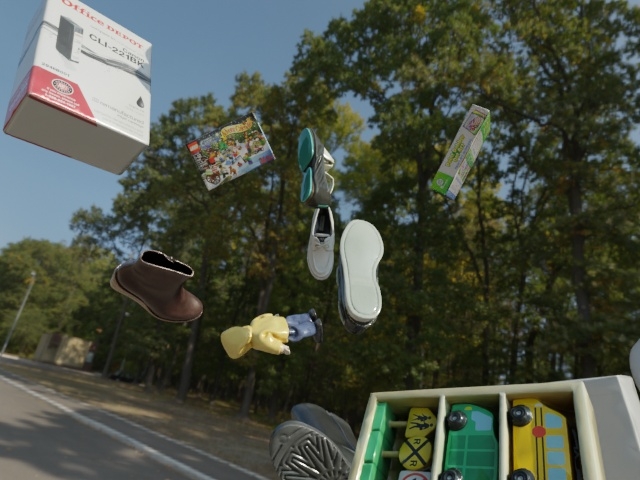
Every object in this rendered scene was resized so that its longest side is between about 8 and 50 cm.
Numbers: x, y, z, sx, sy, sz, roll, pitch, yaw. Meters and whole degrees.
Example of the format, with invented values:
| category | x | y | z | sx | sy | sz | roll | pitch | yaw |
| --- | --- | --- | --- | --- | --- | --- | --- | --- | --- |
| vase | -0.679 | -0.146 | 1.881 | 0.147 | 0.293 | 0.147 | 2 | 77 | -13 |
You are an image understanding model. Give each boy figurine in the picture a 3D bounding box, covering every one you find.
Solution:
| category | x | y | z | sx | sy | sz | roll | pitch | yaw |
| --- | --- | --- | --- | --- | --- | --- | --- | --- | --- |
| boy figurine | -0.137 | 0.273 | 1.333 | 0.285 | 0.092 | 0.177 | -10 | 28 | -18 |

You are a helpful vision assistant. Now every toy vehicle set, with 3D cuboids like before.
| category | x | y | z | sx | sy | sz | roll | pitch | yaw |
| --- | --- | --- | --- | --- | --- | --- | --- | --- | --- |
| toy vehicle set | 0.079 | 0.206 | 0.268 | 0.166 | 0.267 | 0.035 | -16 | -60 | 31 |

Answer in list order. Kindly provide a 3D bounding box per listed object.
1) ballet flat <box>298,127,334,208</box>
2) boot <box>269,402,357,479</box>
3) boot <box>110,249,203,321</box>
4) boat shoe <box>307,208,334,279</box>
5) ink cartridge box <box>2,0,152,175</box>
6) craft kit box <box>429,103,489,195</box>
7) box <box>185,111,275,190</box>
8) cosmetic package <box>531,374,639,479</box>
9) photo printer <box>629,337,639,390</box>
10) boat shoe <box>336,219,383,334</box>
| category | x | y | z | sx | sy | sz | roll | pitch | yaw |
| --- | --- | --- | --- | --- | --- | --- | --- | --- | --- |
| ballet flat | -0.012 | -0.199 | 1.337 | 0.096 | 0.280 | 0.095 | 17 | -37 | -27 |
| boot | -0.013 | 0.554 | 1.309 | 0.367 | 0.146 | 0.445 | 45 | -4 | -11 |
| boot | -0.344 | 0.113 | 1.077 | 0.248 | 0.090 | 0.207 | 30 | -37 | -33 |
| boat shoe | 0.000 | 0.000 | 1.562 | 0.095 | 0.258 | 0.084 | -2 | -17 | -2 |
| ink cartridge box | -0.421 | -0.284 | 0.841 | 0.114 | 0.273 | 0.197 | -32 | -35 | 33 |
| craft kit box | 0.411 | -0.242 | 1.352 | 0.061 | 0.247 | 0.250 | 32 | 11 | 17 |
| box | -0.278 | -0.276 | 1.454 | 0.233 | 0.159 | 0.044 | -25 | 11 | 3 |
| cosmetic package | 0.562 | 0.479 | 0.944 | 0.217 | 0.385 | 0.156 | -24 | -26 | 35 |
| photo printer | 0.874 | 0.261 | 1.102 | 0.107 | 0.307 | 0.256 | 28 | 22 | 7 |
| boat shoe | 0.087 | 0.080 | 1.120 | 0.114 | 0.302 | 0.091 | 15 | -43 | -4 |
